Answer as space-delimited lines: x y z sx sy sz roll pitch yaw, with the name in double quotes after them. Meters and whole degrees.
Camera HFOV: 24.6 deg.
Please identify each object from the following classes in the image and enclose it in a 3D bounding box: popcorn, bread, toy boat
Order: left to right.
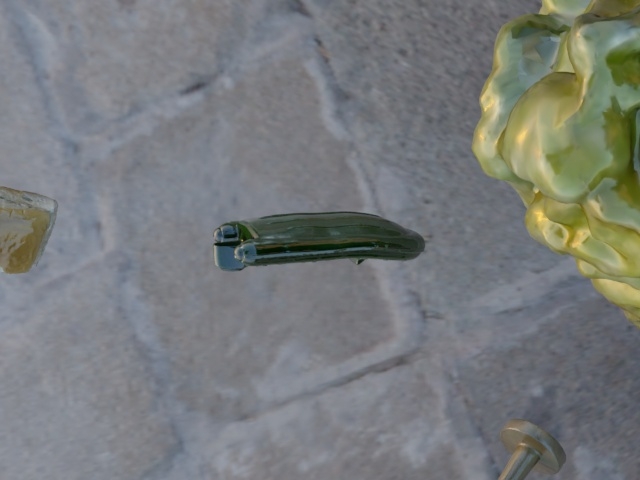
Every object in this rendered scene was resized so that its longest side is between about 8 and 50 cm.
-0.397 -0.013 1.824 0.125 0.082 0.106 16 134 -15 "bread"
0.000 0.000 1.397 0.210 0.104 0.052 -2 101 -20 "toy boat"
0.256 -0.081 1.031 0.312 0.312 0.312 -1 88 21 "popcorn"

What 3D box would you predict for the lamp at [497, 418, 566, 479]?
0.163 0.283 1.459 0.121 0.121 0.214 31 63 19 "lamp"
